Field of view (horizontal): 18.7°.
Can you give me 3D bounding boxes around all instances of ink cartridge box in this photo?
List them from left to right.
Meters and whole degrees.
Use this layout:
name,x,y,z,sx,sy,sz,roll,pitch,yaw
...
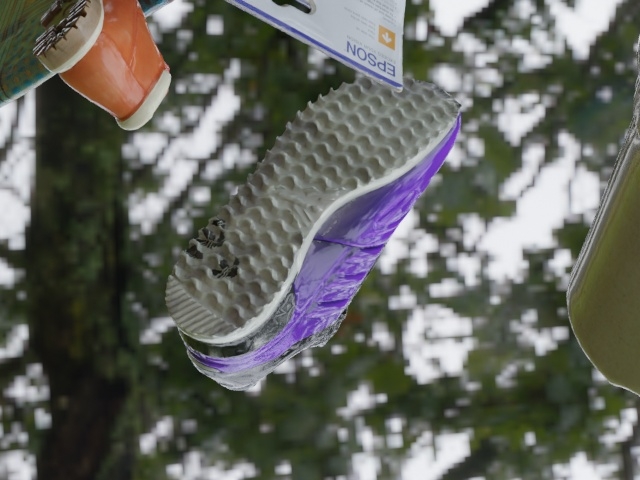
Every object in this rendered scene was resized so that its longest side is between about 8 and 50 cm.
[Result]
name,x,y,z,sx,sy,sz,roll,pitch,yaw
ink cartridge box,-0.033,-0.225,1.296,0.045,0.223,0.224,-28,-134,45

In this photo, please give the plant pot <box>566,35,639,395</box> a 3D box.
name,x,y,z,sx,sy,sz,roll,pitch,yaw
plant pot,0.375,-0.011,1.708,0.334,0.334,0.305,66,-32,34

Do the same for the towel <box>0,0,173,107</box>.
name,x,y,z,sx,sy,sz,roll,pitch,yaw
towel,-0.269,-0.227,1.925,0.370,0.040,0.271,-26,-147,27

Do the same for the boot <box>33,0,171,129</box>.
name,x,y,z,sx,sy,sz,roll,pitch,yaw
boot,-0.130,-0.124,1.218,0.059,0.084,0.158,-39,-158,20

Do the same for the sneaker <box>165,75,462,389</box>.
name,x,y,z,sx,sy,sz,roll,pitch,yaw
sneaker,-0.001,0.000,1.484,0.102,0.293,0.146,33,-25,30
